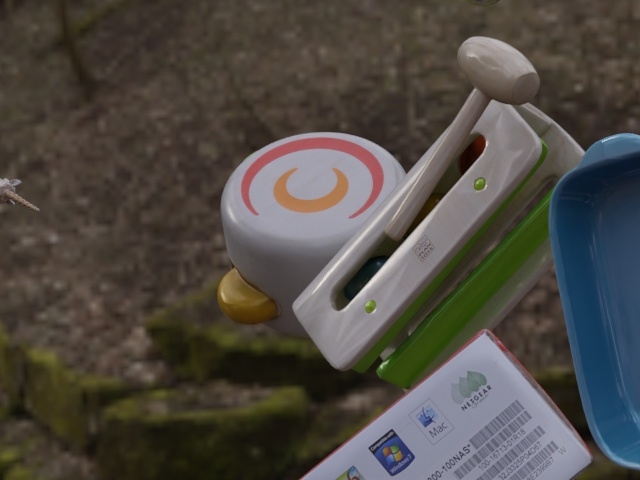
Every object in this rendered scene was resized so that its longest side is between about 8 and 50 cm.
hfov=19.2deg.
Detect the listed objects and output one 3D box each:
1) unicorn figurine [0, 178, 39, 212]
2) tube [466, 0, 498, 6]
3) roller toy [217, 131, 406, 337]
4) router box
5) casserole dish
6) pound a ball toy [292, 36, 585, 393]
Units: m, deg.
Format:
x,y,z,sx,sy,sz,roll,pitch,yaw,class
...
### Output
x,y,z,sx,sy,sz,roll,pitch,yaw,class
-0.299,-0.032,1.395,0.111,0.060,0.162,25,-41,-37,unicorn figurine
0.184,-0.293,1.901,0.070,0.062,0.240,-39,-2,-7,tube
0.000,0.000,1.916,0.191,0.146,0.209,2,42,11,roller toy
-0.047,0.212,0.953,0.335,0.082,0.301,-37,-9,-20,router box
0.183,0.035,1.004,0.037,0.188,0.114,-7,-6,-43,casserole dish
0.099,-0.032,1.650,0.208,0.319,0.135,25,22,-45,pound a ball toy
